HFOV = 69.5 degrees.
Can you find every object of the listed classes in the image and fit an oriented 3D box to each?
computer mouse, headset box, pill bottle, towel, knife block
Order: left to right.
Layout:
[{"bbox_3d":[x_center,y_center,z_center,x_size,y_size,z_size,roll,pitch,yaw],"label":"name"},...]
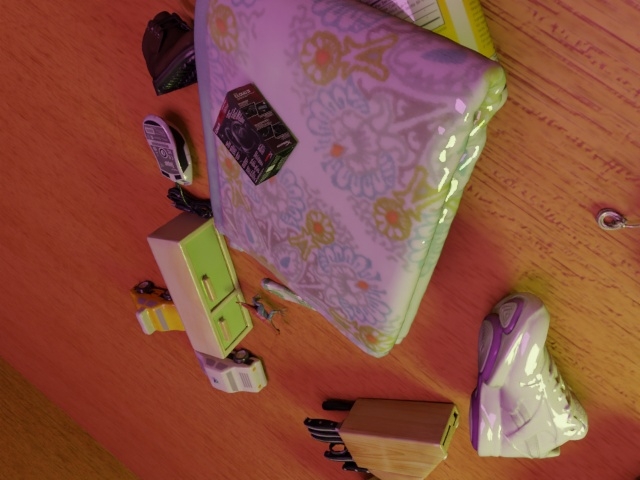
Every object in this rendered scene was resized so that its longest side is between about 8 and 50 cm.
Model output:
[{"bbox_3d":[-0.242,-0.130,0.792,0.106,0.042,0.193,18,135,29],"label":"computer mouse"},{"bbox_3d":[-0.069,-0.106,0.456,0.083,0.032,0.062,53,145,5],"label":"headset box"},{"bbox_3d":[-0.019,0.108,0.774,0.151,0.023,0.113,23,172,21],"label":"towel"},{"bbox_3d":[-0.003,-0.072,0.514,0.320,0.090,0.375,35,141,26],"label":"towel"},{"bbox_3d":[0.096,0.351,0.868,0.242,0.088,0.276,29,133,14],"label":"knife block"},{"bbox_3d":[0.093,-0.212,0.447,0.117,0.117,0.215,-11,114,39],"label":"pill bottle"}]

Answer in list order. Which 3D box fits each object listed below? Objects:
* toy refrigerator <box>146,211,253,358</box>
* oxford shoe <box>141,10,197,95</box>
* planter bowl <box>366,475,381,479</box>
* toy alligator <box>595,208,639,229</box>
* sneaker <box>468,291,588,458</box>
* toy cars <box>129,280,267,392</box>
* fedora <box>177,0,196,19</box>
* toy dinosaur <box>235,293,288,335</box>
[{"bbox_3d":[-0.220,0.088,0.888,0.094,0.102,0.270,8,124,30],"label":"toy refrigerator"},{"bbox_3d":[-0.191,-0.247,0.596,0.227,0.082,0.096,18,130,56],"label":"oxford shoe"},{"bbox_3d":[0.114,0.581,0.989,0.109,0.162,0.162,51,142,32],"label":"planter bowl"},{"bbox_3d":[0.374,-0.005,0.447,0.189,0.051,0.056,5,123,32],"label":"toy alligator"},{"bbox_3d":[0.288,0.189,0.627,0.152,0.114,0.305,4,128,16],"label":"sneaker"},{"bbox_3d":[-0.300,0.233,1.056,0.393,0.087,0.176,40,135,3],"label":"toy cars"},{"bbox_3d":[-0.115,-0.309,0.547,0.194,0.079,0.195,18,129,23],"label":"fedora"},{"bbox_3d":[-0.109,0.148,0.882,0.082,0.090,0.047,68,156,20],"label":"toy dinosaur"}]
